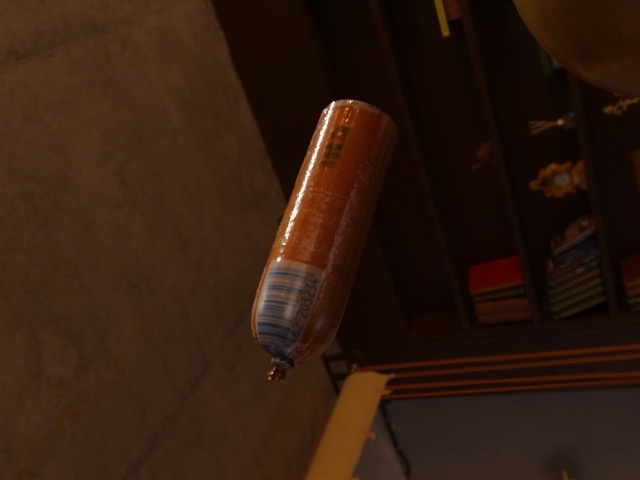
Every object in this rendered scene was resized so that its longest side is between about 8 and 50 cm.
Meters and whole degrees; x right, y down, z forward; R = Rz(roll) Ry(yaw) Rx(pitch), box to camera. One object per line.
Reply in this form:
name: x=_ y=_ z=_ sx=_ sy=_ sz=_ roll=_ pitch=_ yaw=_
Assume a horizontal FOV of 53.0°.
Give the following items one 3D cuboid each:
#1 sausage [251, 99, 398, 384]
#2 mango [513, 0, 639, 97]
sausage: x=0.000 y=0.000 z=0.506 sx=0.071 sy=0.071 sz=0.234 roll=49 pitch=-128 yaw=-48
mango: x=0.248 y=-0.322 z=0.469 sx=0.300 sy=0.232 sz=0.446 roll=40 pitch=156 yaw=56
